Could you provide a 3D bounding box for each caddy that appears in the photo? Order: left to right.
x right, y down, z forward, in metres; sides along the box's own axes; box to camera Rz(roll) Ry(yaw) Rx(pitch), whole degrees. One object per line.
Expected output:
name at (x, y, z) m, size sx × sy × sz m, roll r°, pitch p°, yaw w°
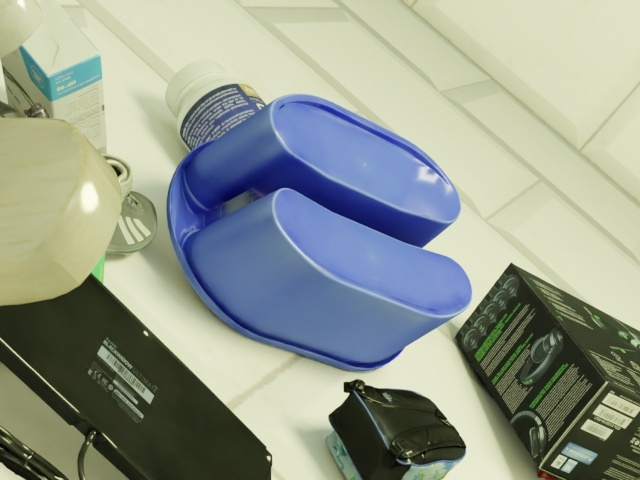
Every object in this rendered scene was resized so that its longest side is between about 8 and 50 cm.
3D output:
caddy at (0.000, 0.000, 1.182) m, size 0.341 × 0.179 × 0.241 m, roll 23°, pitch 50°, yaw -34°

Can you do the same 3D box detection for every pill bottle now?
pill bottle at (-0.107, -0.129, 1.337) m, size 0.112 × 0.112 × 0.187 m, roll 7°, pitch 38°, yaw -52°

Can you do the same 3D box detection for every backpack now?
backpack at (0.069, 0.189, 1.037) m, size 0.114 × 0.084 × 0.105 m, roll 6°, pitch 39°, yaw -44°

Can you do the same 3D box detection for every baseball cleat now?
baseball cleat at (-0.190, -0.032, 1.034) m, size 0.072 × 0.109 × 0.206 m, roll 34°, pitch 20°, yaw 3°

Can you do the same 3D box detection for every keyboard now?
keyboard at (-0.160, 0.126, 0.791) m, size 0.317 × 0.033 × 0.201 m, roll 47°, pitch 30°, yaw -17°

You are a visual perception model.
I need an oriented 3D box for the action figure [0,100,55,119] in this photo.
action figure at (-0.319, -0.101, 0.991) m, size 0.185 × 0.099 × 0.285 m, roll 14°, pitch 30°, yaw -36°

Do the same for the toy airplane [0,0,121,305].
toy airplane at (-0.286, 0.000, 0.473) m, size 0.272 × 0.386 × 0.384 m, roll 30°, pitch 20°, yaw -52°

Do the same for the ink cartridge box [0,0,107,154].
ink cartridge box at (-0.270, -0.149, 1.123) m, size 0.060 × 0.180 × 0.104 m, roll -32°, pitch 66°, yaw -25°

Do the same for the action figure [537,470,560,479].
action figure at (0.301, 0.287, 1.278) m, size 0.115 × 0.030 × 0.038 m, roll 27°, pitch 22°, yaw -31°

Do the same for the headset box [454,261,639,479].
headset box at (0.327, 0.177, 1.352) m, size 0.246 × 0.131 × 0.283 m, roll 26°, pitch 19°, yaw -28°

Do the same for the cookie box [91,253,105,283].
cookie box at (-0.219, 0.032, 0.890) m, size 0.040 × 0.092 × 0.107 m, roll 12°, pitch 14°, yaw 23°
